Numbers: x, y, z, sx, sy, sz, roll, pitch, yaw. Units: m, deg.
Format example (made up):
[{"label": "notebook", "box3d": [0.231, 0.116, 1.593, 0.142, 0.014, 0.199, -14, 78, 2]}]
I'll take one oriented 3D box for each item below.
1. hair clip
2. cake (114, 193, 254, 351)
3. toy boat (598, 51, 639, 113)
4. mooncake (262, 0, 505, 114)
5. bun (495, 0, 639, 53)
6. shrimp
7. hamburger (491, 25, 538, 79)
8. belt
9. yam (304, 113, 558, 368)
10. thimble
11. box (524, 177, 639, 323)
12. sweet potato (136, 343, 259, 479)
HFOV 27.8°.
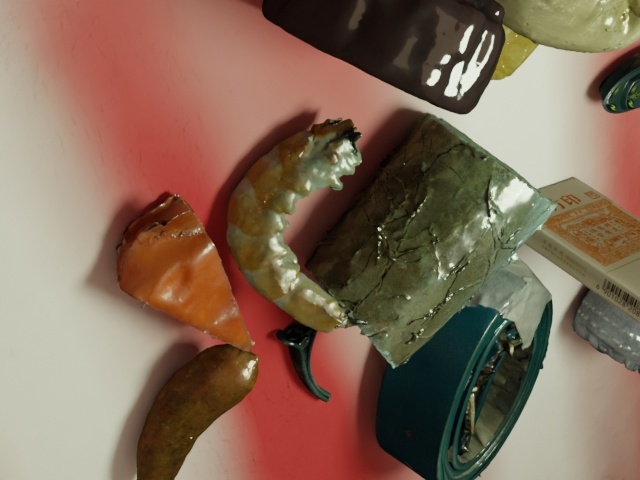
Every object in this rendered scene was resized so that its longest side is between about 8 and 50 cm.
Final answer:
[{"label": "hair clip", "box3d": [-0.020, 0.192, 1.987, 0.070, 0.039, 0.229, -38, 147, -18]}, {"label": "cake", "box3d": [-0.168, 0.063, 1.660, 0.135, 0.098, 0.287, -45, 139, -13]}, {"label": "toy boat", "box3d": [0.558, -0.271, 2.171, 0.246, 0.103, 0.093, -24, 137, -29]}, {"label": "mooncake", "box3d": [0.078, -0.261, 1.492, 0.283, 0.283, 0.141, 14, 104, -52]}, {"label": "bun", "box3d": [0.320, -0.405, 1.599, 0.362, 0.326, 0.234, -6, 158, -37]}, {"label": "shrimp", "box3d": [-0.031, -0.012, 1.694, 0.185, 0.068, 0.287, -6, 99, -8]}, {"label": "hamburger", "box3d": [0.213, -0.304, 1.742, 0.159, 0.131, 0.185, -49, 146, 21]}, {"label": "belt", "box3d": [0.243, 0.216, 2.176, 0.300, 0.173, 0.436, -27, 141, -44]}, {"label": "yam", "box3d": [0.152, -0.006, 1.855, 0.348, 0.241, 0.241, -48, 144, -2]}, {"label": "thimble", "box3d": [0.606, 0.147, 2.503, 0.172, 0.205, 0.236, -56, 174, 14]}, {"label": "box", "box3d": [0.482, 0.020, 2.104, 0.204, 0.365, 0.051, -18, 132, -38]}, {"label": "sweet potato", "box3d": [-0.188, 0.243, 1.791, 0.097, 0.097, 0.292, 12, 125, -51]}]
